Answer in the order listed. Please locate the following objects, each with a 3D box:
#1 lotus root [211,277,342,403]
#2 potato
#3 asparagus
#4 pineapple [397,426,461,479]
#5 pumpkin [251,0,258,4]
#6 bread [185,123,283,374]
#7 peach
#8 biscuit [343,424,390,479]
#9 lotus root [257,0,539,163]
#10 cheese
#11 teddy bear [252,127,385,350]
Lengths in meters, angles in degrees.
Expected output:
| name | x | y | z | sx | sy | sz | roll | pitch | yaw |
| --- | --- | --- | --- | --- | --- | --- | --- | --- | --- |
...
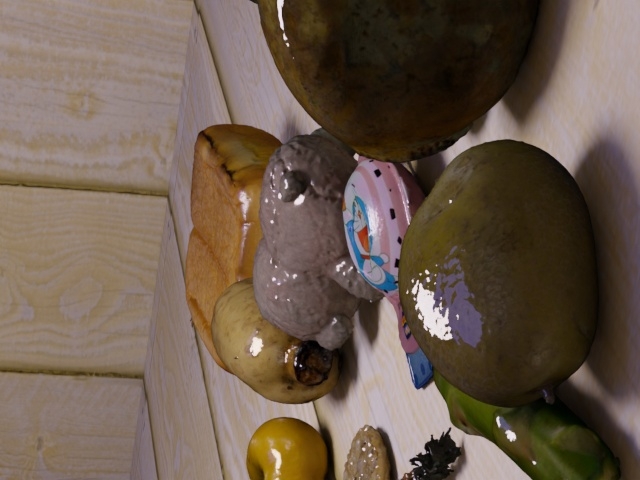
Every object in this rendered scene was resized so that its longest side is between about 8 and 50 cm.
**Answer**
| name | x | y | z | sx | sy | sz | roll | pitch | yaw |
| --- | --- | --- | --- | --- | --- | --- | --- | --- | --- |
| lotus root | -0.055 | 0.136 | 2.353 | 0.284 | 0.160 | 0.146 | 26 | 98 | 66 |
| potato | 0.150 | 0.034 | 1.475 | 0.174 | 0.159 | 0.251 | 110 | 154 | -48 |
| asparagus | 0.179 | 0.160 | 1.485 | 0.343 | 0.085 | 0.082 | -143 | 69 | -68 |
| pineapple | 0.112 | 0.246 | 1.835 | 0.124 | 0.058 | 0.058 | 117 | 154 | -47 |
| pumpkin | -0.071 | -0.450 | 2.606 | 0.224 | 0.157 | 0.223 | 173 | 90 | -83 |
| bread | -0.099 | 0.014 | 2.638 | 0.337 | 0.148 | 0.328 | -131 | 43 | -66 |
| peach | -0.047 | 0.325 | 2.396 | 0.179 | 0.103 | 0.179 | -177 | 90 | -80 |
| biscuit | 0.051 | 0.328 | 2.117 | 0.220 | 0.033 | 0.219 | -175 | 90 | -78 |
| lotus root | 0.078 | -0.191 | 1.653 | 0.149 | 0.267 | 0.260 | -129 | 35 | -57 |
| cheese | 0.083 | 0.021 | 1.970 | 0.189 | 0.074 | 0.285 | 118 | 140 | -68 |
| teddy bear | -0.001 | -0.001 | 2.170 | 0.236 | 0.151 | 0.267 | 41 | 142 | 40 |
